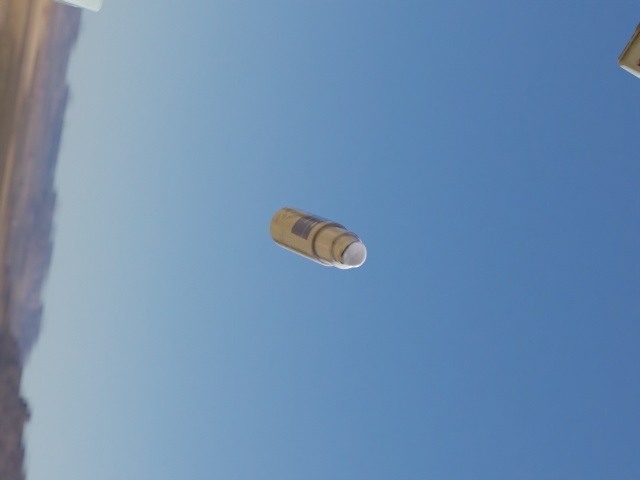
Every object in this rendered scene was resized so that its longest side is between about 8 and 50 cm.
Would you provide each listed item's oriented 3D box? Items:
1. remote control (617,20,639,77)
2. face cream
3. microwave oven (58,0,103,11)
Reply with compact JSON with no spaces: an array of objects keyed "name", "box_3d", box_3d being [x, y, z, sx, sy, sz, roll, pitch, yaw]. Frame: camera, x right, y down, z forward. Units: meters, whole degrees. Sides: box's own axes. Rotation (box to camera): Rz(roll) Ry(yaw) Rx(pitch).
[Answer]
[{"name":"remote control","box_3d":[0.317,-0.204,1.322,0.166,0.065,0.029,-59,-178,16]},{"name":"face cream","box_3d":[0.000,0.000,1.180,0.130,0.034,0.034,-156,-105,-65]},{"name":"microwave oven","box_3d":[-0.247,-0.241,1.067,0.162,0.208,0.122,-64,168,-84]}]
